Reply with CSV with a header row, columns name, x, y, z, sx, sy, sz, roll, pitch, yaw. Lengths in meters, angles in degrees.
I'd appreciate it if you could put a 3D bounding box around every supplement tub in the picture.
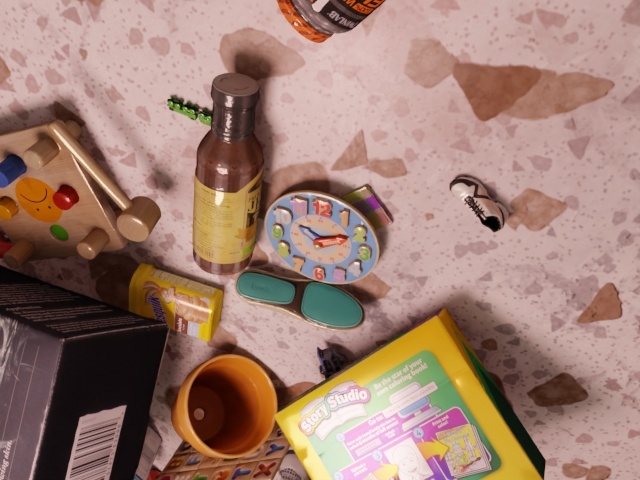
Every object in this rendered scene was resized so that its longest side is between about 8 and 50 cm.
name,x,y,z,sx,sy,sz,roll,pitch,yaw
supplement tub,0.040,-0.336,0.808,0.117,0.117,0.190,44,128,-16

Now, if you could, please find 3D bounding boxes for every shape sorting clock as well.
name,x,y,z,sx,sy,sz,roll,pitch,yaw
shape sorting clock,0.000,0.000,1.125,0.206,0.040,0.206,13,131,15

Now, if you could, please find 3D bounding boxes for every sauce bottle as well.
name,x,y,z,sx,sy,sz,roll,pitch,yaw
sauce bottle,-0.147,-0.097,1.064,0.111,0.111,0.344,17,132,6

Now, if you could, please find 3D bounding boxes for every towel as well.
name,x,y,z,sx,sy,sz,roll,pitch,yaw
towel,0.075,-0.049,1.089,0.060,0.009,0.083,-23,116,33

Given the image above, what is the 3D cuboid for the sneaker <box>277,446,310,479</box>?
name,x,y,z,sx,sy,sz,roll,pitch,yaw
sneaker,-0.072,0.591,1.585,0.090,0.095,0.235,9,130,11

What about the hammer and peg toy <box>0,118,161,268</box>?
name,x,y,z,sx,sy,sz,roll,pitch,yaw
hammer and peg toy,-0.454,-0.092,1.168,0.361,0.127,0.266,-8,121,24

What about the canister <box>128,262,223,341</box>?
name,x,y,z,sx,sy,sz,roll,pitch,yaw
canister,-0.285,0.125,1.311,0.170,0.073,0.126,17,131,4

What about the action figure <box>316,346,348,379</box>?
name,x,y,z,sx,sy,sz,roll,pitch,yaw
action figure,0.097,0.367,1.303,0.330,0.178,0.341,-17,121,19

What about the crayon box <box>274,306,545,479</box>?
name,x,y,z,sx,sy,sz,roll,pitch,yaw
crayon box,0.149,0.345,1.168,0.363,0.106,0.313,-35,81,19

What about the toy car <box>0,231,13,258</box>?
name,x,y,z,sx,sy,sz,roll,pitch,yaw
toy car,-0.769,-0.014,1.386,0.225,0.053,0.239,-26,114,33

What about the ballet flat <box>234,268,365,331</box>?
name,x,y,z,sx,sy,sz,roll,pitch,yaw
ballet flat,-0.037,0.110,1.217,0.248,0.086,0.086,19,130,7

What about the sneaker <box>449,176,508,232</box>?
name,x,y,z,sx,sy,sz,roll,pitch,yaw
sneaker,0.241,-0.055,1.004,0.109,0.044,0.040,36,132,-7

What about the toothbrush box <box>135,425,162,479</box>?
name,x,y,z,sx,sy,sz,roll,pitch,yaw
toothbrush box,-0.577,0.483,1.633,0.295,0.126,0.216,4,142,17

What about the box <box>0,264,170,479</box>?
name,x,y,z,sx,sy,sz,roll,pitch,yaw
box,-0.599,0.324,1.235,0.471,0.297,0.480,15,93,23

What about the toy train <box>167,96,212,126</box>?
name,x,y,z,sx,sy,sz,roll,pitch,yaw
toy train,-0.207,-0.206,1.063,0.083,0.017,0.024,21,141,3

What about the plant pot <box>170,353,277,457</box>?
name,x,y,z,sx,sy,sz,roll,pitch,yaw
plant pot,-0.224,0.359,1.406,0.205,0.205,0.188,41,144,-14

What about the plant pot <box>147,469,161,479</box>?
name,x,y,z,sx,sy,sz,roll,pitch,yaw
plant pot,-0.546,0.741,1.778,0.265,0.272,0.272,-19,118,21

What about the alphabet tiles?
name,x,y,z,sx,sy,sz,roll,pitch,yaw
alphabet tiles,-0.206,0.460,1.404,0.342,0.285,0.011,-18,111,30
